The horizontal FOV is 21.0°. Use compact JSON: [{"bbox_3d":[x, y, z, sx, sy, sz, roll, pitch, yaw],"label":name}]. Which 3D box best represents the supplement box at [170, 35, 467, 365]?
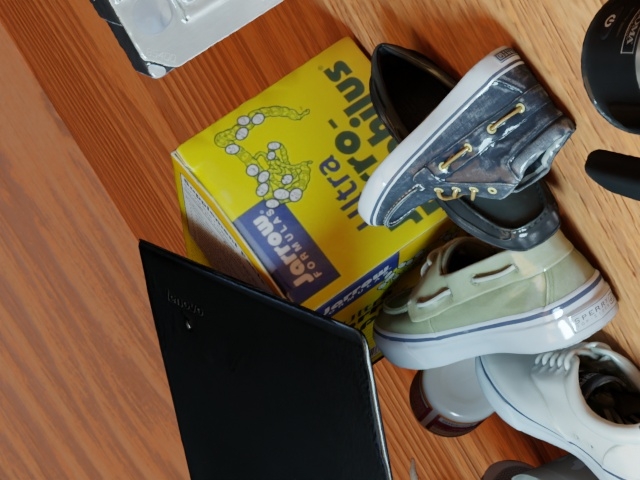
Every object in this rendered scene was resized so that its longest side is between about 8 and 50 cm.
[{"bbox_3d":[0.000,0.000,1.631,0.194,0.195,0.356,52,167,14],"label":"supplement box"}]

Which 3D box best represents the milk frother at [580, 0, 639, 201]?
[{"bbox_3d":[0.224,-0.065,0.910,0.143,0.129,0.135,15,-178,-20],"label":"milk frother"}]

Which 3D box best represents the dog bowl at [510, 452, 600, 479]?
[{"bbox_3d":[0.310,0.319,1.493,0.349,0.102,0.349,52,168,16],"label":"dog bowl"}]

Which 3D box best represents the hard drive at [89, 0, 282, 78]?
[{"bbox_3d":[-0.101,-0.309,1.142,0.339,0.237,0.064,63,166,-24],"label":"hard drive"}]

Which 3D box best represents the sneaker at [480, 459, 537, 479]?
[{"bbox_3d":[0.224,0.338,1.849,0.115,0.105,0.281,38,158,57],"label":"sneaker"}]

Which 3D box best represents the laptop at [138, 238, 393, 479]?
[{"bbox_3d":[0.050,0.195,1.573,0.408,0.236,0.382,18,-179,-35],"label":"laptop"}]

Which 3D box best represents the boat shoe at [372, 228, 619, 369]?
[{"bbox_3d":[0.132,0.040,1.432,0.302,0.109,0.094,-15,104,59],"label":"boat shoe"}]

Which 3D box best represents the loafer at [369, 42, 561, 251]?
[{"bbox_3d":[0.103,-0.074,1.332,0.223,0.076,0.078,50,174,39],"label":"loafer"}]

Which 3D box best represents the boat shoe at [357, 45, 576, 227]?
[{"bbox_3d":[0.102,-0.051,1.251,0.083,0.065,0.183,51,127,13],"label":"boat shoe"}]

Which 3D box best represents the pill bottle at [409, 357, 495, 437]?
[{"bbox_3d":[0.136,0.154,1.758,0.086,0.086,0.152,54,167,9],"label":"pill bottle"}]

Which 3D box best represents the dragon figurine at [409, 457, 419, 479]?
[{"bbox_3d":[0.190,0.399,2.085,0.289,0.085,0.144,38,151,10],"label":"dragon figurine"}]

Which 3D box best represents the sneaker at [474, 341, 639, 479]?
[{"bbox_3d":[0.218,0.121,1.416,0.258,0.094,0.091,33,136,50],"label":"sneaker"}]
